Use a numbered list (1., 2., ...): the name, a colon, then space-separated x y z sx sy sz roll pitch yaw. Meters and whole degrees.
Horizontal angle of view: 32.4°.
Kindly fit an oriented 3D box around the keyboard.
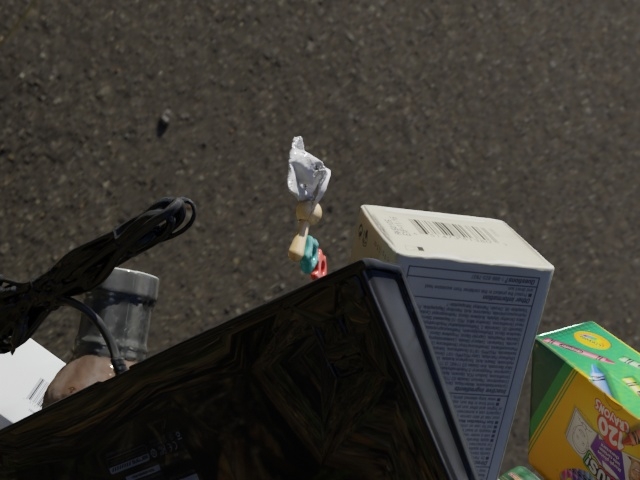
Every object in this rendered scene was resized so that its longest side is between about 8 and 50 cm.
1. keyboard: -0.081 0.081 0.524 0.033 0.317 0.201 -14 80 -54

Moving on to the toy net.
1. toy net: 0.000 0.000 1.210 0.122 0.045 0.232 -37 127 -69

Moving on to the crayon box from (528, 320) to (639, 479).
1. crayon box: 0.318 0.217 1.100 0.081 0.278 0.165 -13 116 -21

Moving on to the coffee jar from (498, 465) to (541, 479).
1. coffee jar: 0.194 0.353 1.347 0.184 0.096 0.079 -26 104 -11

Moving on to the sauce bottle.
1. sauce bottle: -0.202 0.197 0.988 0.111 0.111 0.344 14 79 -27

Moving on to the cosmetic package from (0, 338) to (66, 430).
1. cosmetic package: -0.454 0.279 1.668 0.224 0.224 0.138 39 43 -12

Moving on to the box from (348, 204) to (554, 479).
1. box: 0.085 0.138 0.974 0.148 0.121 0.311 7 109 -16
